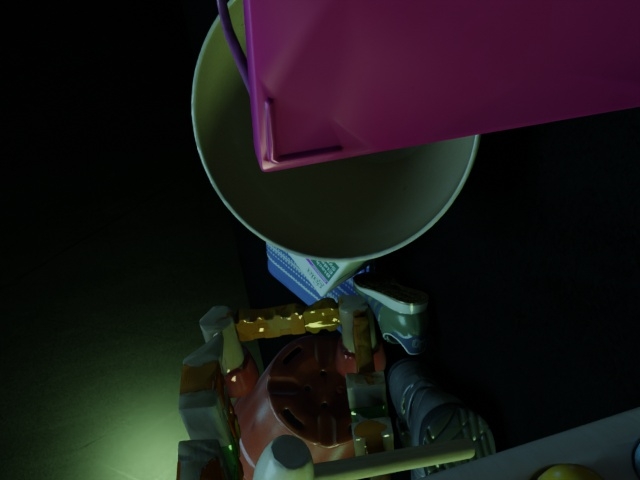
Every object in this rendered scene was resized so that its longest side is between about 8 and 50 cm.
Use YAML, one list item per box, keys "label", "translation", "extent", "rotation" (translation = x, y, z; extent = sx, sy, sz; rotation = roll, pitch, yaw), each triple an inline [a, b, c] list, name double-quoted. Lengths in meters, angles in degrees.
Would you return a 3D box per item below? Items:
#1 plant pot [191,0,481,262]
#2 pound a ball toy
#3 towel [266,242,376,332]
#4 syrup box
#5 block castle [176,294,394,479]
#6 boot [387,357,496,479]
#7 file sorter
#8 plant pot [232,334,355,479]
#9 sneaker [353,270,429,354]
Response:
- label: "plant pot"
  translation: [0.037, -0.138, 0.850]
  extent: [0.191, 0.284, 0.284]
  rotation: [-34, -66, -67]
- label: "pound a ball toy"
  translation: [0.125, 0.180, 0.574]
  extent: [0.208, 0.319, 0.136]
  rotation: [-117, 19, -46]
- label: "towel"
  translation: [0.000, 0.000, 1.335]
  extent: [0.243, 0.040, 0.336]
  rotation: [37, 145, 27]
- label: "syrup box"
  translation: [0.038, -0.019, 1.117]
  extent: [0.093, 0.096, 0.237]
  rotation: [53, 152, 10]
- label: "block castle"
  translation: [-0.033, 0.306, 1.181]
  extent: [0.453, 0.302, 0.213]
  rotation: [-97, -1, -46]
- label: "boot"
  translation: [0.167, 0.333, 1.064]
  extent: [0.223, 0.118, 0.338]
  rotation: [-140, 46, -79]
- label: "file sorter"
  translation: [0.083, -0.194, 0.468]
  extent: [0.182, 0.290, 0.202]
  rotation: [-113, 16, -46]
- label: "plant pot"
  translation: [-0.021, 0.315, 1.494]
  extent: [0.265, 0.272, 0.272]
  rotation: [115, 141, -56]
- label: "sneaker"
  translation: [0.097, 0.103, 1.162]
  extent: [0.192, 0.064, 0.086]
  rotation: [-154, 56, -68]
